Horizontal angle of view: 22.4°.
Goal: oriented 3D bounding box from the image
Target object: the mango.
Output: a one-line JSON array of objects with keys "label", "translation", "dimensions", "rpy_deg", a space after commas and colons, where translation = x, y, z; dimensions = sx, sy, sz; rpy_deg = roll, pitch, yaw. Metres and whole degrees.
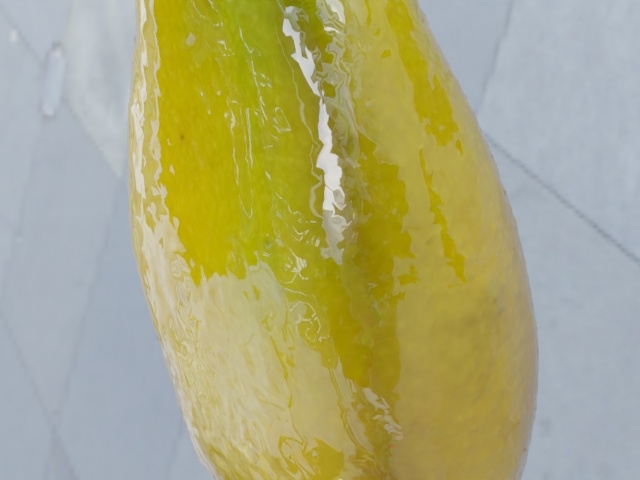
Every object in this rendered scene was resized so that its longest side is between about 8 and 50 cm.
[{"label": "mango", "translation": [0.000, 0.000, 0.567], "dimensions": [0.176, 0.119, 0.317], "rpy_deg": [43, 149, 51]}]
